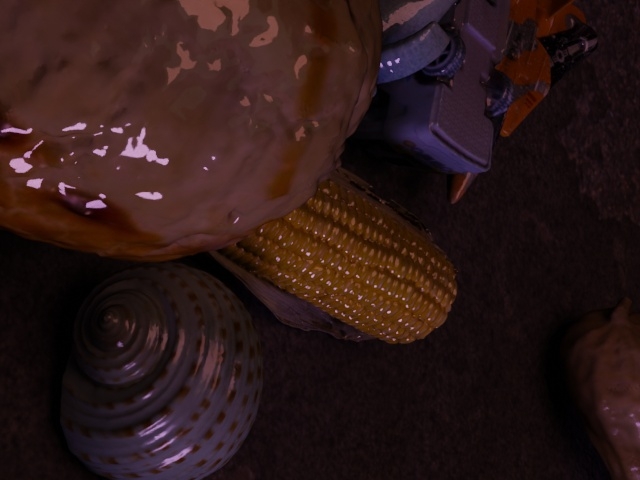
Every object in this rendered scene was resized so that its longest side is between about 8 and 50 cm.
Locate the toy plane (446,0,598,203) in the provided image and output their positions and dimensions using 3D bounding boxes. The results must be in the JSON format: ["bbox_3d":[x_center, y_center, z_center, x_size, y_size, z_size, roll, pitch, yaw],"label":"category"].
[{"bbox_3d":[0.169,-0.158,1.697,0.204,0.103,0.316,42,63,-28],"label":"toy plane"}]

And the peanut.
[{"bbox_3d":[0.353,0.202,1.761,0.143,0.159,0.291,-30,105,-17],"label":"peanut"}]

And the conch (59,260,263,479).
[{"bbox_3d":[-0.107,0.109,1.347,0.200,0.131,0.172,28,63,-37],"label":"conch"}]

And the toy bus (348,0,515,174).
[{"bbox_3d":[0.111,-0.221,1.617,0.109,0.136,0.330,31,61,-45],"label":"toy bus"}]

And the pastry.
[{"bbox_3d":[-0.150,-0.154,1.221,0.388,0.312,0.388,35,28,-21],"label":"pastry"}]

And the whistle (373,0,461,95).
[{"bbox_3d":[0.017,-0.167,1.500,0.269,0.180,0.093,-40,129,-10],"label":"whistle"}]

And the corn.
[{"bbox_3d":[-0.002,-0.002,1.488,0.305,0.122,0.123,32,45,-38],"label":"corn"}]
